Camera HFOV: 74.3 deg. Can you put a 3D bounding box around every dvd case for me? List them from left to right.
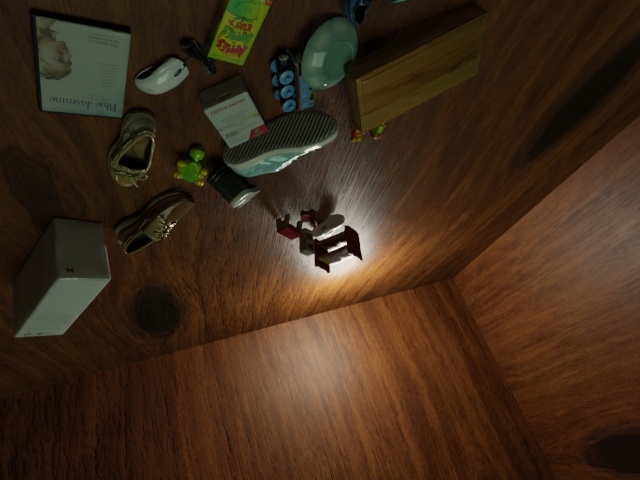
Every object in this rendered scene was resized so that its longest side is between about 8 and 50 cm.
[{"bbox_3d":[-0.535,-0.380,0.949,0.180,0.022,0.253,-5,151,-32],"label":"dvd case"}]

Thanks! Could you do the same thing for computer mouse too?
[{"bbox_3d":[-0.356,-0.402,1.020,0.193,0.042,0.106,-26,156,10],"label":"computer mouse"}]

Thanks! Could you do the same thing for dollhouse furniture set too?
[{"bbox_3d":[0.000,0.000,1.875,0.201,0.152,0.374,-24,146,30],"label":"dollhouse furniture set"}]

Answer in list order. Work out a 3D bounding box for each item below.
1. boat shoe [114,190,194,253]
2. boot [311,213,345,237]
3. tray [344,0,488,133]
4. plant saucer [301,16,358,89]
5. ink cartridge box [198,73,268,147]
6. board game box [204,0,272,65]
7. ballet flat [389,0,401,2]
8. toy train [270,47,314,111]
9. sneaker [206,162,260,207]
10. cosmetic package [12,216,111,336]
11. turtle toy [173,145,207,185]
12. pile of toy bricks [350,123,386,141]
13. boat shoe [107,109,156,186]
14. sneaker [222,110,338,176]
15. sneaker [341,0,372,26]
[{"bbox_3d":[-0.570,-0.053,1.470,0.324,0.120,0.122,-29,155,17],"label":"boat shoe"},{"bbox_3d":[0.052,-0.068,2.009,0.190,0.069,0.086,-26,162,31],"label":"boot"},{"bbox_3d":[0.273,-0.485,1.207,0.410,0.076,0.203,-30,150,-6],"label":"tray"},{"bbox_3d":[0.037,-0.477,1.105,0.195,0.037,0.195,-34,152,-21],"label":"plant saucer"},{"bbox_3d":[-0.237,-0.355,1.173,0.127,0.072,0.175,-22,155,3],"label":"ink cartridge box"},{"bbox_3d":[-0.189,-0.495,0.961,0.092,0.043,0.181,-2,149,-37],"label":"board game box"},{"bbox_3d":[0.266,-0.636,1.012,0.241,0.091,0.077,-20,125,-12],"label":"ballet flat"},{"bbox_3d":[-0.073,-0.432,1.148,0.105,0.080,0.184,-25,155,-13],"label":"toy train"},{"bbox_3d":[-0.296,-0.193,1.443,0.104,0.147,0.296,-41,-175,3],"label":"sneaker"},{"bbox_3d":[-0.913,0.141,1.469,0.453,0.230,0.161,-37,152,33],"label":"cosmetic package"},{"bbox_3d":[-0.394,-0.232,1.305,0.095,0.066,0.130,19,137,-21],"label":"turtle toy"},{"bbox_3d":[0.178,-0.386,1.398,0.118,0.105,0.212,-12,154,-19],"label":"pile of toy bricks"},{"bbox_3d":[-0.525,-0.233,1.174,0.104,0.089,0.285,-3,150,-35],"label":"boat shoe"},{"bbox_3d":[-0.118,-0.298,1.340,0.365,0.135,0.150,-14,164,5],"label":"sneaker"},{"bbox_3d":[0.104,-0.592,0.952,0.069,0.082,0.209,-10,152,-18],"label":"sneaker"}]
